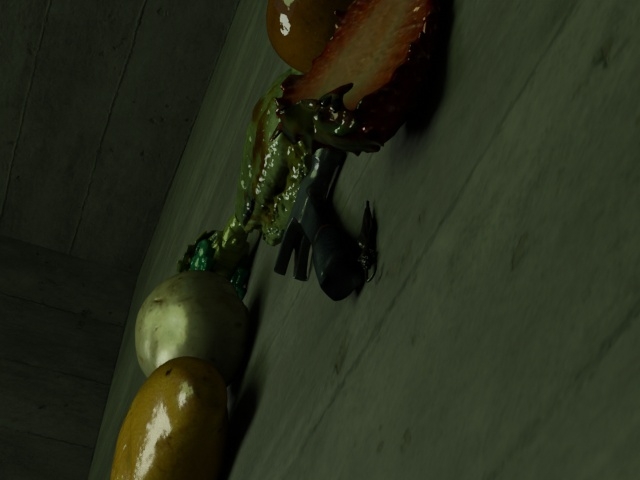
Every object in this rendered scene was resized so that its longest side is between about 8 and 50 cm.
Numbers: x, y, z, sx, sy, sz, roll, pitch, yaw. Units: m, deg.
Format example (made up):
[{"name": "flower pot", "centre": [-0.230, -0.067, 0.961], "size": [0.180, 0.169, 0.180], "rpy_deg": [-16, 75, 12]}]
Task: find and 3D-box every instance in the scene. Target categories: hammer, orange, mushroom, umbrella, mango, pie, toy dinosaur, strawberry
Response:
[{"name": "hammer", "centre": [0.000, 0.000, 1.148], "size": [0.290, 0.037, 0.137], "rpy_deg": [-110, 39, -73]}, {"name": "orange", "centre": [0.013, -0.243, 1.236], "size": [0.156, 0.124, 0.156], "rpy_deg": [20, -90, -84]}, {"name": "mushroom", "centre": [-0.156, 0.119, 1.517], "size": [0.166, 0.127, 0.166], "rpy_deg": [-8, 78, 42]}, {"name": "umbrella", "centre": [0.038, 0.001, 1.019], "size": [0.022, 0.013, 0.122], "rpy_deg": [-54, 17, 25]}, {"name": "mango", "centre": [-0.166, 0.234, 1.409], "size": [0.262, 0.109, 0.157], "rpy_deg": [-55, 39, 34]}, {"name": "pie", "centre": [-0.044, -0.099, 1.384], "size": [0.248, 0.090, 0.201], "rpy_deg": [115, 166, -53]}, {"name": "toy dinosaur", "centre": [-0.137, 0.027, 1.686], "size": [0.259, 0.094, 0.153], "rpy_deg": [-49, 29, 46]}, {"name": "strawberry", "centre": [0.059, -0.148, 1.023], "size": [0.208, 0.087, 0.167], "rpy_deg": [-50, 26, -16]}]
